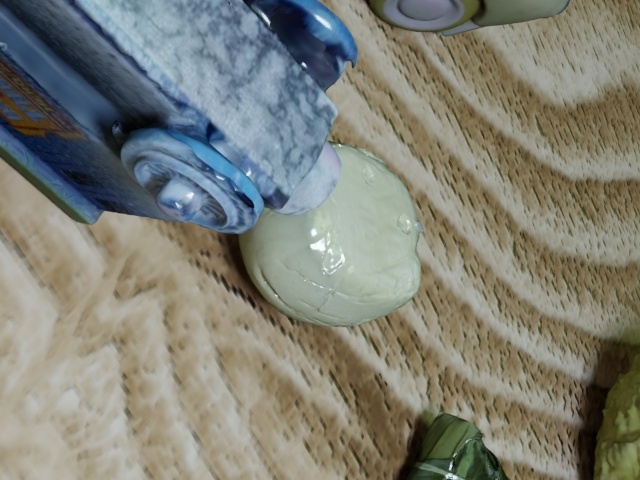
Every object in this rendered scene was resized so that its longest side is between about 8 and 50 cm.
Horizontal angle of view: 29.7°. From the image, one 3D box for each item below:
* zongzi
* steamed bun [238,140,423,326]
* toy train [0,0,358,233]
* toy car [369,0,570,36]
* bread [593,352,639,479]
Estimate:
[{"bbox_3d":[0.096,0.205,0.894,0.119,0.055,0.109,-56,129,-28],"label":"zongzi"},{"bbox_3d":[0.000,0.000,0.772,0.130,0.091,0.112,21,61,-46],"label":"steamed bun"},{"bbox_3d":[-0.126,-0.112,0.545,0.299,0.202,0.131,47,65,-37],"label":"toy train"},{"bbox_3d":[0.093,-0.311,0.851,0.336,0.226,0.242,29,61,-48],"label":"toy car"},{"bbox_3d":[0.380,0.245,1.119,0.320,0.237,0.320,8,77,-37],"label":"bread"}]
